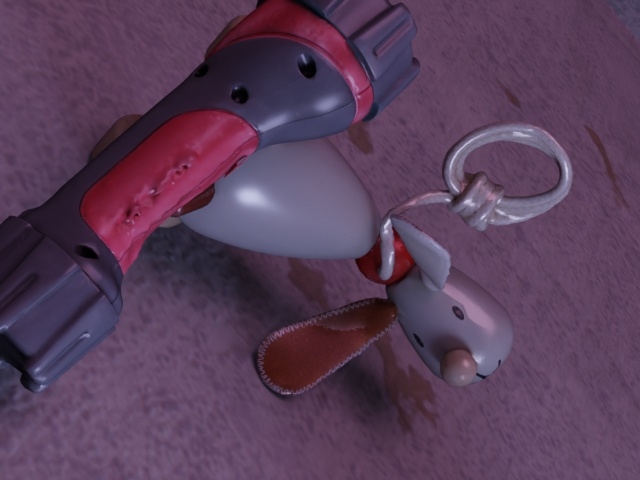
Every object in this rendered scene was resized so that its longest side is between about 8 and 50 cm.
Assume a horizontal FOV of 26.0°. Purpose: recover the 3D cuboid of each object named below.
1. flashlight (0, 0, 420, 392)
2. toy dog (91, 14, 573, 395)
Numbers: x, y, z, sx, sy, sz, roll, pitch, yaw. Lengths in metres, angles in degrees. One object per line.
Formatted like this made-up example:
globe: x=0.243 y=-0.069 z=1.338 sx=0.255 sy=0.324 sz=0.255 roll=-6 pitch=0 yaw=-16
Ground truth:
flashlight: x=-0.072 y=-0.040 z=0.794 sx=0.103 sy=0.103 sz=0.304 roll=46 pitch=68 yaw=-4
toy dog: x=0.000 y=0.000 z=0.937 sx=0.334 sy=0.220 sz=0.161 roll=21 pitch=33 yaw=-6
